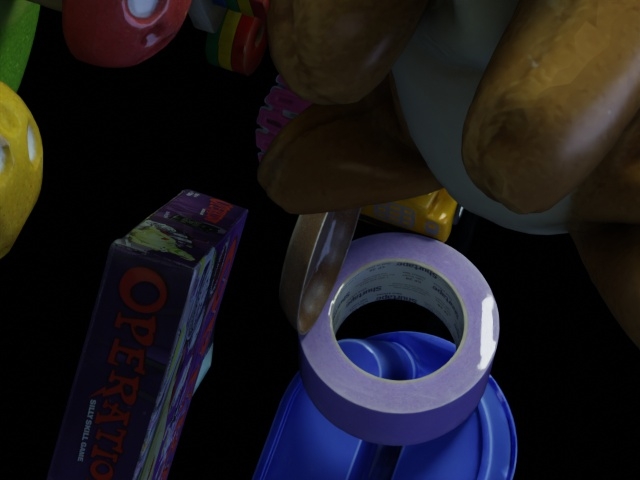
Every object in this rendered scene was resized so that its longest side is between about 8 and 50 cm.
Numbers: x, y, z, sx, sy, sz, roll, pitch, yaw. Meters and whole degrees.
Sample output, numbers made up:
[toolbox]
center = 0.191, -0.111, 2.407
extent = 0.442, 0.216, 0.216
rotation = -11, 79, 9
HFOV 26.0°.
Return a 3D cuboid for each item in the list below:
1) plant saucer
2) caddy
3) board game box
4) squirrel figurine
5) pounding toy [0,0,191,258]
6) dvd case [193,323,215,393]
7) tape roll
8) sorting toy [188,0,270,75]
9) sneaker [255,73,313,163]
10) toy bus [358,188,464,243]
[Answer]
[plant saucer]
center = 0.000, 0.000, 1.221
extent = 0.168, 0.029, 0.169
rotation = 19, 90, -79
[caddy]
center = 0.061, 0.257, 1.420
extent = 0.179, 0.241, 0.341
rotation = 39, 71, -74
[board game box]
center = -0.119, 0.153, 0.755
extent = 0.208, 0.056, 0.347
rotation = -91, -162, -79
[squirrel figurine]
center = 0.134, -0.198, 0.646
extent = 0.397, 0.281, 0.370
rotation = -44, 141, -19
[pounding toy]
center = -0.108, -0.053, 0.350
extent = 0.237, 0.110, 0.183
rotation = -16, 125, -78
[dvd case]
center = -0.099, 0.093, 0.924
extent = 0.119, 0.013, 0.087
rotation = -58, 164, -46
[tape roll]
center = 0.072, 0.092, 1.312
extent = 0.080, 0.189, 0.189
rotation = 91, 21, -61
[sorting toy]
center = -0.031, -0.186, 0.685
extent = 0.274, 0.046, 0.132
rotation = 70, 40, -73
[sneaker]
center = 0.004, -0.113, 0.939
extent = 0.075, 0.063, 0.171
rotation = -35, 139, -62
[toy bus]
center = 0.133, -0.163, 1.388
extent = 0.130, 0.108, 0.333
rotation = 92, 20, -57
